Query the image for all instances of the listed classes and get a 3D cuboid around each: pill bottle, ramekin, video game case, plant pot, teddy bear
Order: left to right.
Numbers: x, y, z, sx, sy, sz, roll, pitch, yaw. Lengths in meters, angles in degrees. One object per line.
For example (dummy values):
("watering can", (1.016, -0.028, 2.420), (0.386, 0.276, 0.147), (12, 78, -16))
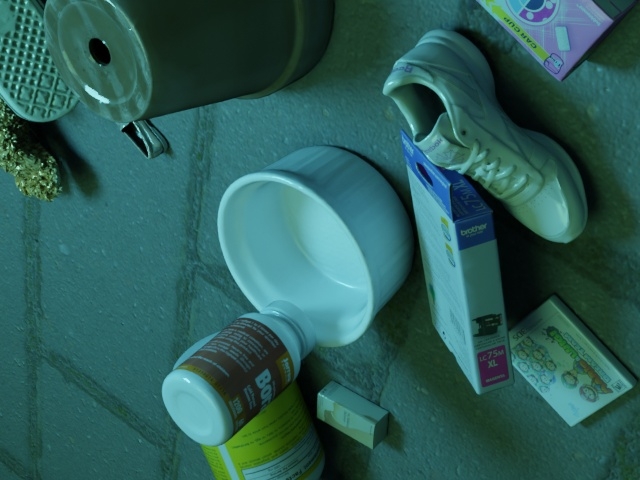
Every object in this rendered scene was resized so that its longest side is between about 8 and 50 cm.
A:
("teddy bear", (-0.563, -0.198, 2.124), (0.245, 0.113, 0.338), (37, 159, 50))
("plant pot", (-0.190, -0.296, 1.612), (0.323, 0.280, 0.323), (24, 132, 29))
("pill bottle", (-0.106, 0.176, 1.726), (0.121, 0.216, 0.121), (25, 135, 28))
("pill bottle", (-0.104, 0.323, 2.075), (0.188, 0.188, 0.334), (1, 119, 44))
("ramekin", (0.000, 0.000, 1.768), (0.277, 0.135, 0.277), (25, 134, 28))
("video game case", (0.324, 0.163, 1.671), (0.157, 0.019, 0.143), (47, 141, 5))

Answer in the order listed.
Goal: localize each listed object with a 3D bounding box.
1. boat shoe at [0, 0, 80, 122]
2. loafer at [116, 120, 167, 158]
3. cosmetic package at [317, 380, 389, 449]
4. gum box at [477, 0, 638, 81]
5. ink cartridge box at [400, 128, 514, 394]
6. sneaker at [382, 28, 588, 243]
("boat shoe", (-0.526, -0.409, 1.906), (0.500, 0.186, 0.156), (62, 171, -28))
("loafer", (-0.299, -0.180, 1.993), (0.125, 0.039, 0.045), (43, 141, 10))
("cosmetic package", (0.051, 0.280, 2.007), (0.115, 0.041, 0.060), (25, 134, 29))
("gum box", (0.240, -0.283, 1.376), (0.188, 0.062, 0.107), (46, 140, 7))
("ink cartridge box", (0.176, 0.021, 1.601), (0.186, 0.065, 0.311), (-119, 13, -60))
("sneaker", (0.189, -0.103, 1.494), (0.305, 0.152, 0.114), (49, 139, 1))
